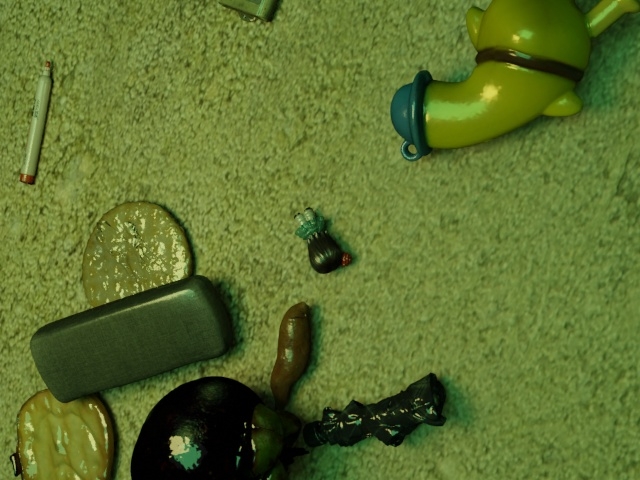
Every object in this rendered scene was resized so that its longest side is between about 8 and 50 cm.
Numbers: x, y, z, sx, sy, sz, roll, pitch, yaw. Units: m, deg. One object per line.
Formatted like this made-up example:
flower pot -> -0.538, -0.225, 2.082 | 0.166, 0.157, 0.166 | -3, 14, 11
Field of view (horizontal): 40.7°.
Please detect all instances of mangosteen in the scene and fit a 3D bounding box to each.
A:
mangosteen -> -0.143, 0.302, 1.237 | 0.242, 0.243, 0.243 | -1, 87, 22

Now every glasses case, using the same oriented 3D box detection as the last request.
glasses case -> -0.300, 0.156, 1.359 | 0.323, 0.074, 0.131 | -18, 101, 15

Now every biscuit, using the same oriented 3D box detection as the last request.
biscuit -> -0.429, 0.365, 1.451 | 0.202, 0.041, 0.260 | -6, 86, 19
biscuit -> -0.304, 0.043, 1.416 | 0.219, 0.033, 0.220 | -1, 88, 22

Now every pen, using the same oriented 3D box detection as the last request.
pen -> -0.496, -0.206, 1.510 | 0.026, 0.026, 0.218 | 12, 92, 23

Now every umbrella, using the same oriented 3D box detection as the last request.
umbrella -> 0.077, 0.261, 1.233 | 0.224, 0.080, 0.071 | -21, 116, 24

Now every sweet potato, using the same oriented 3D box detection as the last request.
sweet potato -> -0.047, 0.185, 1.295 | 0.056, 0.056, 0.195 | 19, 101, 22

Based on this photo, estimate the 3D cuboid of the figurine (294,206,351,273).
figurine -> 0.000, 0.000, 1.288 | 0.060, 0.047, 0.106 | -21, 68, -16

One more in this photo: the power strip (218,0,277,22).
power strip -> -0.075, -0.472, 1.343 | 0.092, 0.034, 0.268 | 25, 97, 22

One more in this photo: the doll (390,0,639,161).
doll -> 0.247, -0.222, 1.144 | 0.363, 0.145, 0.199 | -39, 79, 23
